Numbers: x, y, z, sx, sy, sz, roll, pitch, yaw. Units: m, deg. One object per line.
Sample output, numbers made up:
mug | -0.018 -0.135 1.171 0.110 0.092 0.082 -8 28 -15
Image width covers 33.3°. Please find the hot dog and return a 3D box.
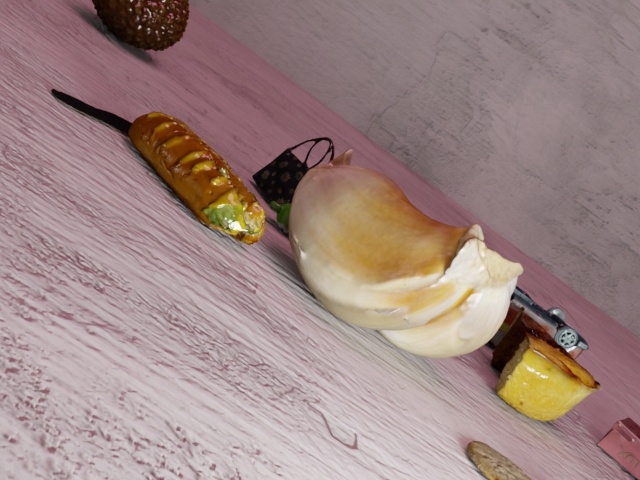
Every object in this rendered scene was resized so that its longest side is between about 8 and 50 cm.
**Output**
hot dog | -0.160 -0.086 1.427 0.269 0.072 0.115 44 5 33

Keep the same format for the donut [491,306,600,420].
donut | 0.349 0.212 1.696 0.151 0.112 0.295 40 13 0

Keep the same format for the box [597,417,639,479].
box | 0.541 0.358 1.821 0.111 0.060 0.156 43 10 24

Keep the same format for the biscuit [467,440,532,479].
biscuit | 0.222 0.280 1.270 0.120 0.015 0.120 36 11 -8

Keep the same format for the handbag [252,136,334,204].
handbag | -0.027 -0.112 1.749 0.072 0.139 0.115 39 7 -38

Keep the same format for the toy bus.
toy bus | 0.353 0.145 1.935 0.265 0.120 0.121 34 12 -13

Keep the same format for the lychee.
lychee | -0.353 -0.479 2.093 0.200 0.200 0.238 18 34 -59

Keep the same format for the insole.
insole | -0.300 -0.171 1.491 0.188 0.004 0.064 23 18 -51

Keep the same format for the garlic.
garlic | 0.105 0.028 1.440 0.313 0.249 0.286 22 15 40

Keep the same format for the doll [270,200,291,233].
doll | 0.000 0.000 1.623 0.190 0.050 0.115 38 7 -6
